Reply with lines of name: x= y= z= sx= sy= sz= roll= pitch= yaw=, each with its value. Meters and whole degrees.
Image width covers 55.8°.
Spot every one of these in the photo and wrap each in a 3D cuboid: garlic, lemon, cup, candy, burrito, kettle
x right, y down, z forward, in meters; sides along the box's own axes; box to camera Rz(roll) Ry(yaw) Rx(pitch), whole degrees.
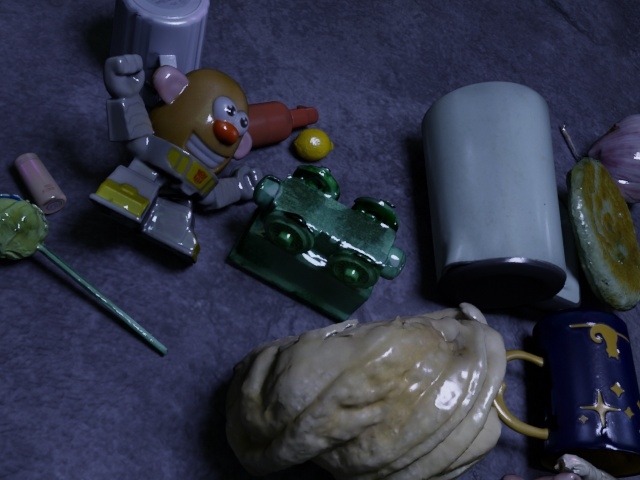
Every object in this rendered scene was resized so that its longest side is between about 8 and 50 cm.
garlic: x=0.710 y=-0.201 z=1.454 sx=0.207 sy=0.207 sz=0.256 roll=-11 pitch=33 yaw=-28
lemon: x=-0.013 y=-0.184 z=1.165 sx=0.083 sy=0.062 sz=0.062 roll=3 pitch=62 yaw=-24
cup: x=0.428 y=0.243 z=1.031 sx=0.255 sy=0.178 sz=0.256 roll=29 pitch=51 yaw=-30
cup: x=-0.266 y=-0.341 z=1.059 sx=0.167 sy=0.202 sz=0.221 roll=-36 pitch=80 yaw=-32
candy: x=-0.352 y=0.058 z=0.881 sx=0.335 sy=0.093 sz=0.092 roll=41 pitch=42 yaw=-7
burrito: x=0.440 y=0.382 z=0.972 sx=0.185 sy=0.045 sz=0.041 roll=35 pitch=72 yaw=-33
kettle: x=0.365 y=-0.058 z=1.169 sx=0.361 sy=0.250 sz=0.377 roll=22 pitch=57 yaw=-32

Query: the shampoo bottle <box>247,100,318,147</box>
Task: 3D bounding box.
shampoo bottle: x=-0.113 y=-0.217 z=1.130 sx=0.244 sy=0.085 sz=0.085 roll=-18 pitch=71 yaw=-32

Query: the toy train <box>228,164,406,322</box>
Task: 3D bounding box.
toy train: x=0.000 y=0.000 z=0.981 sx=0.266 sy=0.202 sz=0.145 roll=30 pitch=54 yaw=-6

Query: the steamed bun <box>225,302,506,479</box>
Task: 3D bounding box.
steamed bun: x=0.067 y=0.219 z=0.827 sx=0.372 sy=0.325 sz=0.230 roll=-8 pitch=83 yaw=-23

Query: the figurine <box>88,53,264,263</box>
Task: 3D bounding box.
figurine: x=-0.213 y=-0.136 z=0.941 sx=0.167 sy=0.342 sz=0.285 roll=22 pitch=74 yaw=18

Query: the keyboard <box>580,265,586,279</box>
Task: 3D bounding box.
keyboard: x=0.540 y=0.022 z=1.307 sx=0.381 sy=0.041 sz=0.103 roll=22 pitch=57 yaw=-3

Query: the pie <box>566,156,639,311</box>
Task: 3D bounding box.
pie: x=0.562 y=-0.024 z=1.213 sx=0.323 sy=0.070 sz=0.323 roll=23 pitch=58 yaw=-42

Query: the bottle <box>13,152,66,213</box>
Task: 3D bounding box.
bottle: x=-0.437 y=-0.090 z=0.941 sx=0.045 sy=0.045 sz=0.096 roll=-28 pitch=76 yaw=-33

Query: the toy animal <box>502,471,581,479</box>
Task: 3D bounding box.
toy animal: x=0.412 y=0.457 z=0.934 sx=0.248 sy=0.165 sz=0.149 roll=34 pitch=50 yaw=-10
